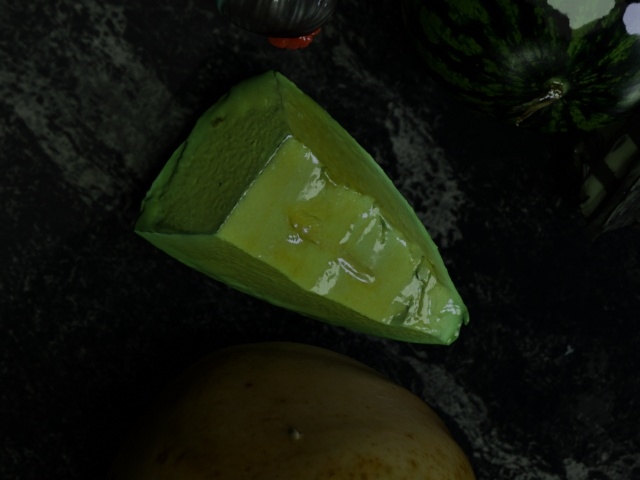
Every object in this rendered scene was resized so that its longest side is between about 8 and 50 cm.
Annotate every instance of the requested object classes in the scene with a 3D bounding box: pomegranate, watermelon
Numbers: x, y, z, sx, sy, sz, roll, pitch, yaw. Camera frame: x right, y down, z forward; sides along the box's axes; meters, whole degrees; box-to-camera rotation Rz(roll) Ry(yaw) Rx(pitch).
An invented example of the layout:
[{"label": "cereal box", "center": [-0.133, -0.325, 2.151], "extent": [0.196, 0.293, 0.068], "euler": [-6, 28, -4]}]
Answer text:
[{"label": "pomegranate", "center": [-0.016, 0.290, 1.763], "extent": [0.416, 0.416, 0.417], "euler": [-8, 115, -18]}, {"label": "watermelon", "center": [0.208, -0.224, 1.707], "extent": [0.269, 0.269, 0.269], "euler": [-8, 115, -18]}]

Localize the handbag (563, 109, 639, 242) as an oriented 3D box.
[{"label": "handbag", "center": [0.443, -0.101, 1.843], "extent": [0.325, 0.162, 0.327], "euler": [18, 137, -23]}]

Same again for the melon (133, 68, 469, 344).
[{"label": "melon", "center": [0.000, 0.000, 1.794], "extent": [0.323, 0.124, 0.196], "euler": [37, 97, -36]}]

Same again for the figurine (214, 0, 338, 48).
[{"label": "figurine", "center": [-0.010, -0.288, 1.677], "extent": [0.138, 0.110, 0.245], "euler": [11, 104, -50]}]
